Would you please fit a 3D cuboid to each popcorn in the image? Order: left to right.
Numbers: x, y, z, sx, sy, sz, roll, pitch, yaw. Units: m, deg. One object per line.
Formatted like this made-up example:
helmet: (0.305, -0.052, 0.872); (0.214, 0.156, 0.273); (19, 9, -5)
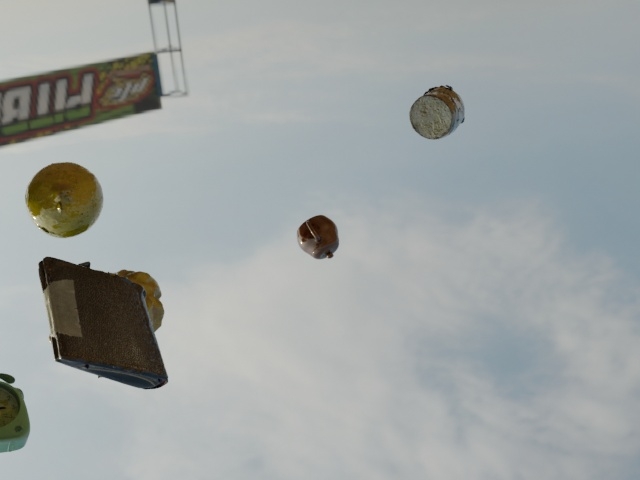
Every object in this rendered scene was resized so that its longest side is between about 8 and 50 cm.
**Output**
popcorn: (-0.549, 0.180, 1.931); (0.316, 0.281, 0.297); (2, -156, 36)

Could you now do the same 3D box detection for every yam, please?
yam: (0.193, -0.208, 1.277); (0.084, 0.084, 0.127); (5, -160, 18)

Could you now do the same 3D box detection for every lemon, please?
lemon: (-0.575, -0.092, 1.747); (0.174, 0.173, 0.206); (-9, -177, -12)

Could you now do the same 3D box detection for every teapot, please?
teapot: (0.000, 0.000, 1.998); (0.116, 0.116, 0.173); (4, 163, 16)

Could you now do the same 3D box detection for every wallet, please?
wallet: (-0.404, 0.158, 1.442); (0.071, 0.262, 0.221); (-32, -123, 18)

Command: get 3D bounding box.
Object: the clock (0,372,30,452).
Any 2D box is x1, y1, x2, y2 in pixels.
clock: (-0.720, 0.374, 1.698); (0.148, 0.060, 0.188); (2, -133, -30)
